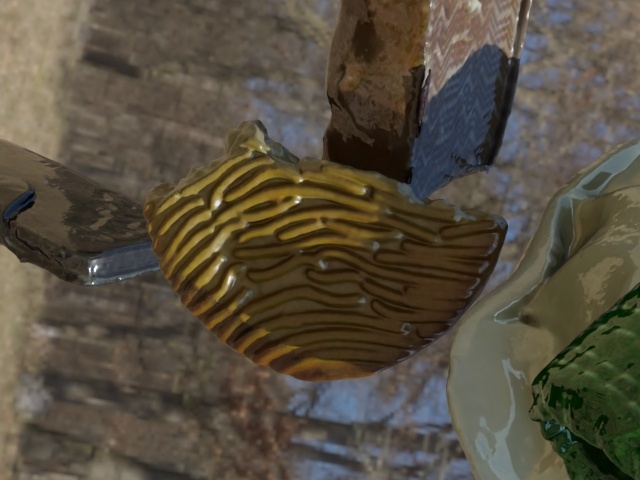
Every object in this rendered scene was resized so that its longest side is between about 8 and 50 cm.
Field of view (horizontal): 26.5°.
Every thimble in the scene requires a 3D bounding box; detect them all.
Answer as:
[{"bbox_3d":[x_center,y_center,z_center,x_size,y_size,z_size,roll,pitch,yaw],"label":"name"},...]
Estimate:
[{"bbox_3d":[0.153,0.080,0.565,0.090,0.118,0.130,-40,-165,-9],"label":"thimble"}]

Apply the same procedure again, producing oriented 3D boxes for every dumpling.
[{"bbox_3d":[0.192,0.086,0.786,0.187,0.242,0.318,80,-4,-46],"label":"dumpling"}]

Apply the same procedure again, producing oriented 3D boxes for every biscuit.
[{"bbox_3d":[0.000,0.000,0.836,0.228,0.031,0.176,-20,-93,25],"label":"biscuit"}]

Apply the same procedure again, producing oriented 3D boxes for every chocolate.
[{"bbox_3d":[0.067,-0.133,0.881,0.093,0.148,0.214,20,-62,27],"label":"chocolate"}]

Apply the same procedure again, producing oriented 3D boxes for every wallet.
[{"bbox_3d":[-0.254,-0.036,1.240,0.309,0.165,0.042,26,-70,36],"label":"wallet"}]
